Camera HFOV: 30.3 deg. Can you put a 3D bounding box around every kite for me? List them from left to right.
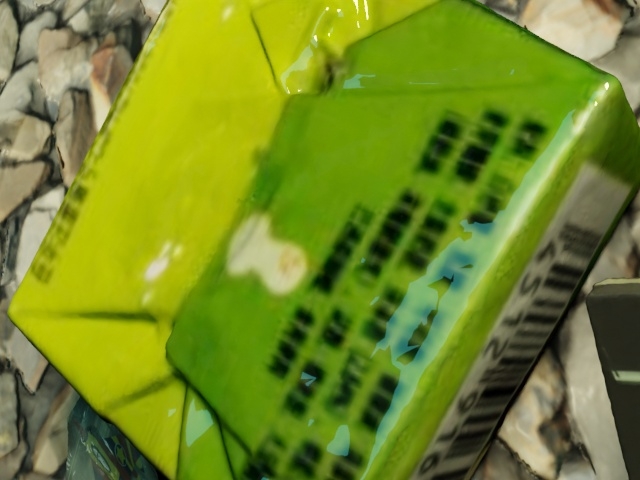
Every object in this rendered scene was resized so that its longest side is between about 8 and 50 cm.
[{"bbox_3d":[-0.097,0.197,0.735,0.245,0.015,0.141,50,140,30],"label":"kite"}]

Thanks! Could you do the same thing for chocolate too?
[{"bbox_3d":[0.000,0.000,0.667,0.289,0.137,0.301,35,99,36],"label":"chocolate"}]

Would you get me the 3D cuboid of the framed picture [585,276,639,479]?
[{"bbox_3d":[0.243,0.167,0.393,0.265,0.016,0.347,-4,110,39],"label":"framed picture"}]
